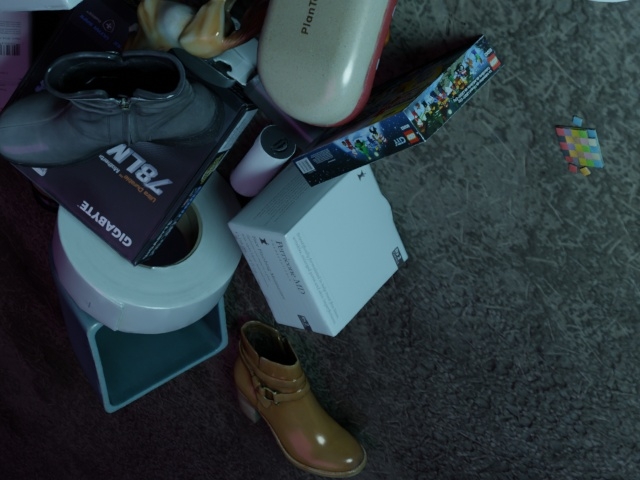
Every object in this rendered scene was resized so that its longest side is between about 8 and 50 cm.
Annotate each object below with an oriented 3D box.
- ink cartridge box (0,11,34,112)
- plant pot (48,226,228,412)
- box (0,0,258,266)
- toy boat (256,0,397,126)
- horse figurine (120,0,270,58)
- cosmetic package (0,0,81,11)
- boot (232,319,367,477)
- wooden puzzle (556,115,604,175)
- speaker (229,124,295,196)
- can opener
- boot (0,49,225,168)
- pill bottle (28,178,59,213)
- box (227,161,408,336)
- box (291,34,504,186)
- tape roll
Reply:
[{"bbox_3d":[-0.542,-0.312,1.988,0.198,0.115,0.273,4,148,-11],"label":"ink cartridge box"},{"bbox_3d":[-0.333,0.088,2.205,0.252,0.247,0.247,47,154,32],"label":"plant pot"},{"bbox_3d":[-0.283,-0.167,1.827,0.295,0.073,0.293,40,105,6],"label":"box"},{"bbox_3d":[0.027,-0.243,1.482,0.151,0.151,0.231,23,100,32],"label":"toy boat"},{"bbox_3d":[-0.157,-0.290,1.620,0.263,0.175,0.066,15,179,37],"label":"horse figurine"},{"bbox_3d":[-0.367,-0.522,1.517,0.161,0.230,0.453,9,135,43],"label":"cosmetic package"},{"bbox_3d":[-0.034,0.268,2.209,0.283,0.109,0.220,37,145,26],"label":"boot"},{"bbox_3d":[0.293,-0.106,1.457,0.049,0.006,0.083,12,136,42],"label":"wooden puzzle"},{"bbox_3d":[-0.083,-0.112,1.840,0.055,0.055,0.136,45,149,-1],"label":"speaker"},{"bbox_3d":[-0.070,-0.200,1.703,0.280,0.074,0.093,42,146,1],"label":"can opener"},{"bbox_3d":[-0.308,-0.184,1.668,0.338,0.118,0.222,-9,168,13],"label":"boot"},{"bbox_3d":[-0.421,-0.134,2.142,0.123,0.123,0.219,41,148,6],"label":"pill bottle"},{"bbox_3d":[0.000,0.000,1.754,0.119,0.182,0.181,9,134,44],"label":"box"},{"bbox_3d":[0.086,-0.147,1.501,0.044,0.159,0.233,54,148,-12],"label":"box"},{"bbox_3d":[-0.261,-0.004,1.955,0.286,0.286,0.100,41,149,6],"label":"tape roll"}]
